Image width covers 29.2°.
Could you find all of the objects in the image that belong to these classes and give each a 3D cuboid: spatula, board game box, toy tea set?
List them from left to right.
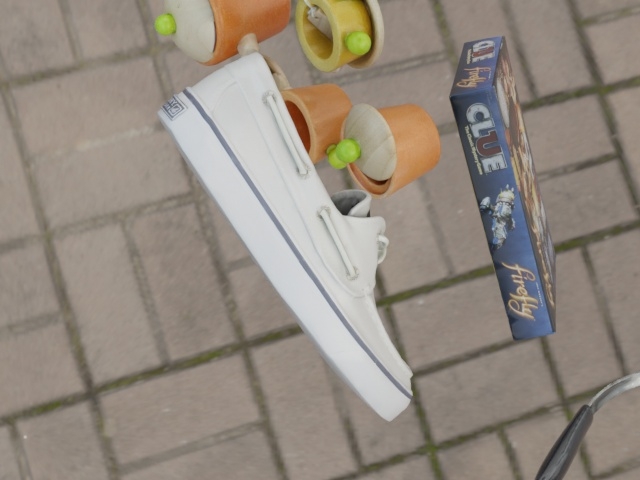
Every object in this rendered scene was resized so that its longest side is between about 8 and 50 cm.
[{"bbox_3d":[-0.039,-0.141,1.080,0.124,0.336,0.200,-22,117,-27],"label":"toy tea set"},{"bbox_3d":[0.176,-0.053,1.151,0.042,0.165,0.243,-11,113,16],"label":"board game box"},{"bbox_3d":[0.277,0.157,1.188,0.296,0.030,0.084,-39,131,-38],"label":"spatula"}]

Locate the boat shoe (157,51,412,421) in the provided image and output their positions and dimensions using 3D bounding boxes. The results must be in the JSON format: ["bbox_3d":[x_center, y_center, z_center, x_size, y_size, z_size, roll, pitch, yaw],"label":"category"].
[{"bbox_3d":[0.000,0.000,0.810,0.088,0.096,0.267,-35,105,-4],"label":"boat shoe"}]
